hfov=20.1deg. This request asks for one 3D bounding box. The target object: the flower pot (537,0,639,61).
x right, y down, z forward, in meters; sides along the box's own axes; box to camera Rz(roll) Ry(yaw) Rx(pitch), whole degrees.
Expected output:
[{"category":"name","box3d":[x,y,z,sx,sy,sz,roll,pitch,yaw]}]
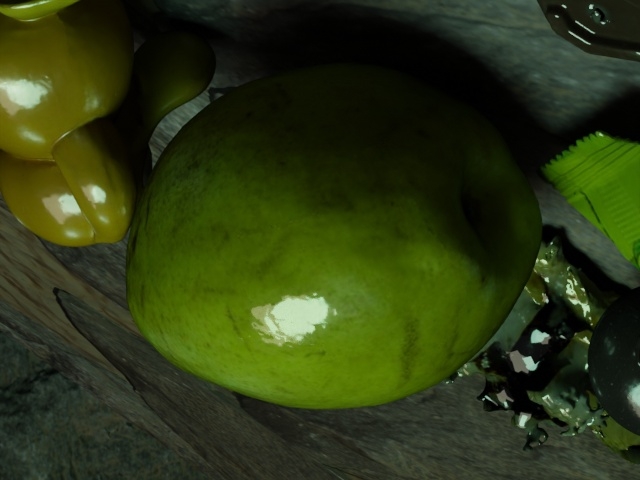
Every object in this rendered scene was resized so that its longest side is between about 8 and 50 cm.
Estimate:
[{"category":"flower pot","box3d":[0.195,-0.145,0.895,0.251,0.084,0.179,14,156,37]}]

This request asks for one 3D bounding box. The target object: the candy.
[{"category":"candy","box3d":[0.260,0.003,1.202,0.246,0.069,0.149,31,159,-8]}]

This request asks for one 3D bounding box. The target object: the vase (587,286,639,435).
[{"category":"vase","box3d":[0.254,0.086,1.303,0.120,0.120,0.183,26,179,9]}]

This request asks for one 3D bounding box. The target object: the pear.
[{"category":"pear","box3d":[0.000,0.000,1.281,0.307,0.253,0.253,-7,140,45]}]

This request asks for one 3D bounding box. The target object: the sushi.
[{"category":"sushi","box3d":[0.173,0.079,1.434,0.291,0.131,0.139,41,163,-11]}]

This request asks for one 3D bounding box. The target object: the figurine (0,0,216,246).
[{"category":"figurine","box3d":[-0.196,-0.115,1.346,0.215,0.215,0.228,10,158,44]}]
